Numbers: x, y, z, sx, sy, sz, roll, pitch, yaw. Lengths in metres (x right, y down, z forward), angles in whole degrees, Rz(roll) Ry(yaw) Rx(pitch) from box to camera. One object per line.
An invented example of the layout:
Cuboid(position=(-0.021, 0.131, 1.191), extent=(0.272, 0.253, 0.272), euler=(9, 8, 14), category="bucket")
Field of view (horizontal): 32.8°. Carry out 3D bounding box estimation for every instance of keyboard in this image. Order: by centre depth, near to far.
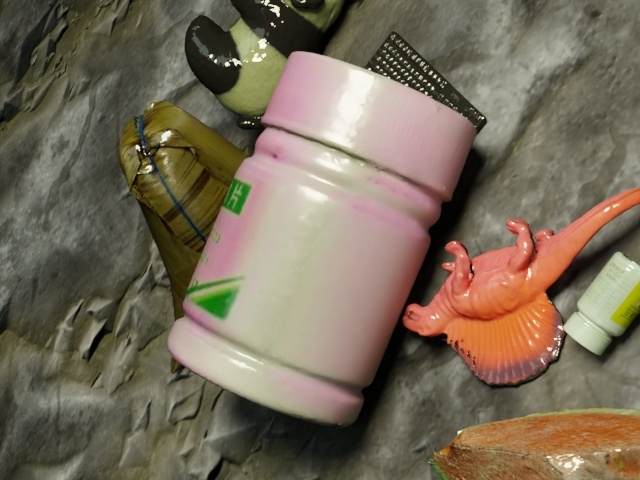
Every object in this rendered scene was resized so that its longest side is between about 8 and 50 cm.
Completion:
Cuboid(position=(0.111, -0.163, 1.205), extent=(0.061, 0.013, 0.204), euler=(-52, 43, 16), category="keyboard")

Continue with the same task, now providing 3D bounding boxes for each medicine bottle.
Cuboid(position=(0.249, 0.054, 0.932), extent=(0.083, 0.047, 0.047), euler=(-56, 42, 11), category="medicine bottle")
Cuboid(position=(0.000, 0.000, 1.085), extent=(0.212, 0.212, 0.325), euler=(24, 93, 49), category="medicine bottle")

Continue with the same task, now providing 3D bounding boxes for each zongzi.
Cuboid(position=(-0.171, 0.007, 1.234), extent=(0.289, 0.260, 0.123), euler=(-44, 37, 20), category="zongzi")

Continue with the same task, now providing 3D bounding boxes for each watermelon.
Cuboid(position=(0.209, 0.219, 0.870), extent=(0.231, 0.128, 0.146), euler=(-9, 93, 56), category="watermelon")

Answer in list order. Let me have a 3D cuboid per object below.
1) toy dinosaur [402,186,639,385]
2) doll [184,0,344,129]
Cuboid(position=(0.196, 0.053, 0.987), extent=(0.286, 0.070, 0.139), euler=(-23, 66, 34), category="toy dinosaur")
Cuboid(position=(-0.059, -0.257, 1.346), extent=(0.135, 0.143, 0.234), euler=(40, 101, 23), category="doll")
